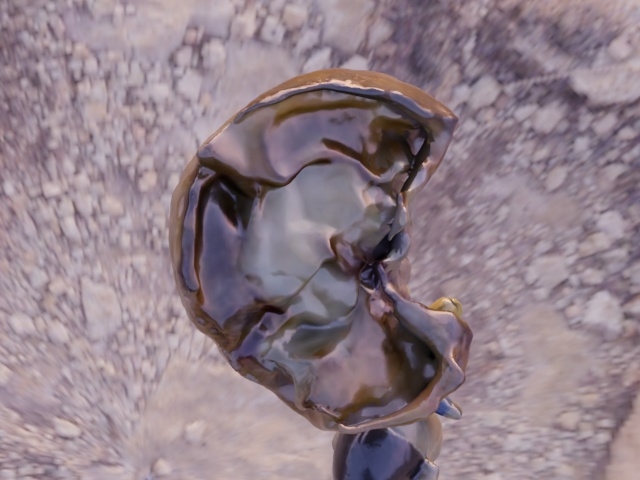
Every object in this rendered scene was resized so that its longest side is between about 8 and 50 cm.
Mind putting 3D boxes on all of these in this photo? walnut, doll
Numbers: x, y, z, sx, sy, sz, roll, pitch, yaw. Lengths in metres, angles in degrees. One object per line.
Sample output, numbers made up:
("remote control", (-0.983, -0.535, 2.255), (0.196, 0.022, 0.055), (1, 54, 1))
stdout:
("walnut", (-0.010, 0.005, 1.193), (0.204, 0.141, 0.238), (-6, 98, -20))
("doll", (0.055, 0.122, 1.317), (0.102, 0.089, 0.179), (21, 90, 30))
